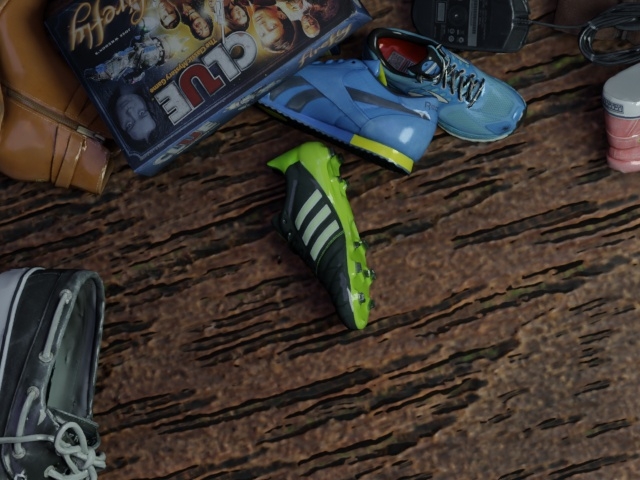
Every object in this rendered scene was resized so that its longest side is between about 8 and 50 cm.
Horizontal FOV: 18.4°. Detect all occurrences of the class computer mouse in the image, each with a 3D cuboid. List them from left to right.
[{"bbox_3d":[0.192,-0.192,1.716,0.242,0.041,0.071,10,102,25],"label":"computer mouse"}]

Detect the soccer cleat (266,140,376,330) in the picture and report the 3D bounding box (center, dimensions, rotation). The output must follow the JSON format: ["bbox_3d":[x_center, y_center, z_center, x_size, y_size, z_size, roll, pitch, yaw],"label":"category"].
[{"bbox_3d":[0.000,0.000,1.728,0.072,0.060,0.178,-19,70,15],"label":"soccer cleat"}]

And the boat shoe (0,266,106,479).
[{"bbox_3d":[-0.236,0.173,1.698,0.105,0.113,0.306,-2,69,24],"label":"boat shoe"}]

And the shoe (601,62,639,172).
[{"bbox_3d":[0.315,-0.122,1.700,0.178,0.081,0.063,-26,42,-23],"label":"shoe"}]

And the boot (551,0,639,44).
[{"bbox_3d":[0.327,-0.271,1.716,0.249,0.090,0.206,4,102,6],"label":"boot"}]

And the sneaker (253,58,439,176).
[{"bbox_3d":[0.008,-0.130,1.735,0.209,0.069,0.082,24,88,21],"label":"sneaker"}]

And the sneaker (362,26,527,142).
[{"bbox_3d":[0.104,-0.138,1.727,0.162,0.073,0.063,26,84,13],"label":"sneaker"}]

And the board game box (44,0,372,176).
[{"bbox_3d":[-0.099,-0.190,1.713,0.243,0.042,0.165,-35,77,13],"label":"board game box"}]

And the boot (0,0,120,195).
[{"bbox_3d":[-0.236,-0.142,1.791,0.152,0.073,0.197,18,80,4],"label":"boot"}]

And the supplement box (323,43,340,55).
[{"bbox_3d":[-0.028,-0.209,1.771,0.083,0.056,0.083,-4,78,8],"label":"supplement box"}]
